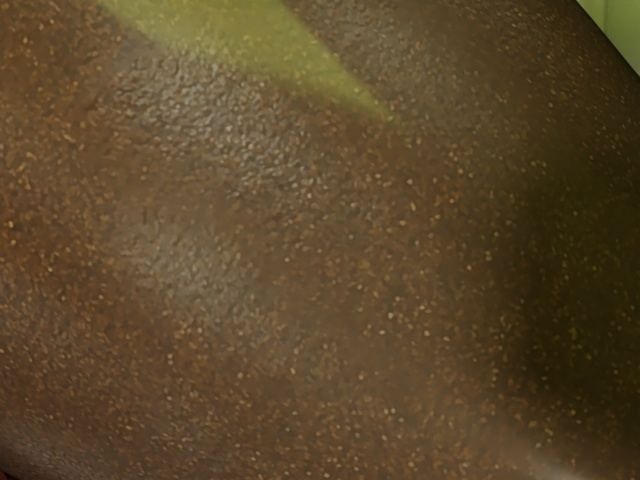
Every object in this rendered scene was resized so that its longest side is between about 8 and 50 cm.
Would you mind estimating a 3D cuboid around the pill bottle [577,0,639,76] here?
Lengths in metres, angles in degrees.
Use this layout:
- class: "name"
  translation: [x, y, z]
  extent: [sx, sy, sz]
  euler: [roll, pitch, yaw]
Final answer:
- class: "pill bottle"
  translation: [0.161, -0.067, 0.601]
  extent: [0.221, 0.124, 0.124]
  euler: [0, 43, 3]

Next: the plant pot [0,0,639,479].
- class: "plant pot"
  translation: [0.000, 0.000, 0.499]
  extent: [0.230, 0.215, 0.215]
  euler: [37, 54, 16]
